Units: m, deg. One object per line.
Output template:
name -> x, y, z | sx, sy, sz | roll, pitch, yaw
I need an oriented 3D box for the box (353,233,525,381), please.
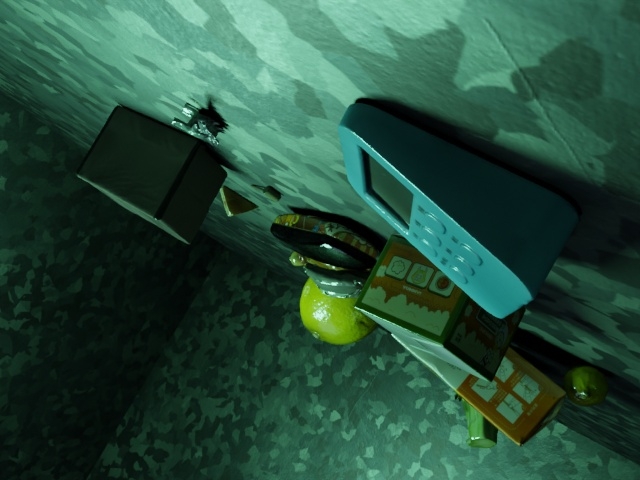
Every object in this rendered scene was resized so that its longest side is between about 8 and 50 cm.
box -> 0.195, 0.104, 1.014 | 0.177, 0.148, 0.195 | 19, 166, 43

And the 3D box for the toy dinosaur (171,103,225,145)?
toy dinosaur -> -0.190, -0.181, 0.997 | 0.082, 0.039, 0.209 | 28, -177, -12

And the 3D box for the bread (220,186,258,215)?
bread -> -0.218, -0.088, 1.623 | 0.109, 0.062, 0.043 | 29, 172, -16

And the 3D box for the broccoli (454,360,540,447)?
broccoli -> 0.429, 0.367, 1.588 | 0.288, 0.235, 0.260 | 24, -151, -21

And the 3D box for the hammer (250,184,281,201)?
hammer -> -0.122, -0.104, 1.330 | 0.035, 0.019, 0.110 | 35, 173, -33

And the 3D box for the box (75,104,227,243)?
box -> -0.345, -0.137, 1.324 | 0.252, 0.188, 0.153 | 24, 170, 26

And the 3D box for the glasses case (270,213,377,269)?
glasses case -> 0.000, 0.000, 1.296 | 0.122, 0.082, 0.321 | 31, 172, -27

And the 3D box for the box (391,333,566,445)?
box -> 0.338, 0.274, 1.350 | 0.341, 0.143, 0.225 | 39, 177, 24

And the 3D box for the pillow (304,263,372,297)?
pillow -> 0.094, 0.092, 1.304 | 0.255, 0.059, 0.169 | 7, 180, -45

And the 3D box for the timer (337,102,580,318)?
timer -> 0.123, -0.028, 0.683 | 0.250, 0.091, 0.232 | 32, 173, 13

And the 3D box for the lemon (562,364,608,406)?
lemon -> 0.513, 0.282, 1.231 | 0.082, 0.082, 0.111 | 27, 176, 20

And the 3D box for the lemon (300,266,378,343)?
lemon -> 0.054, 0.188, 1.796 | 0.240, 0.219, 0.240 | 34, 172, 6

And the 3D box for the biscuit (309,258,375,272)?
biscuit -> 0.047, 0.050, 1.518 | 0.220, 0.066, 0.220 | 31, 175, 3

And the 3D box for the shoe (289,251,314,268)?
shoe -> -0.041, 0.042, 1.773 | 0.069, 0.072, 0.109 | -9, -163, -27
